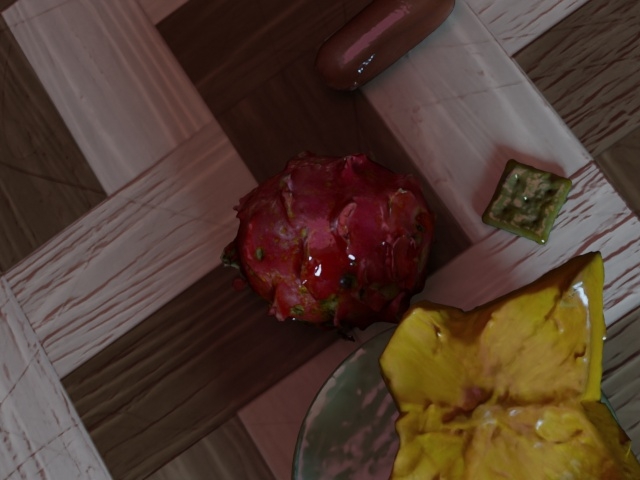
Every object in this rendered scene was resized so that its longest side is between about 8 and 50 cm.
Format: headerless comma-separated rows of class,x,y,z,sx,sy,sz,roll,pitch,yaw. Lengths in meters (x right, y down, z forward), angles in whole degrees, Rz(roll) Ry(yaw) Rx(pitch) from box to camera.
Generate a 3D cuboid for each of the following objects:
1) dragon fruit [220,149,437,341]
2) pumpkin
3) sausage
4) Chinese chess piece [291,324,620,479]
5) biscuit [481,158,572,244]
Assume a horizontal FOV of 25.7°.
dragon fruit,0.000,0.000,1.554,0.268,0.210,0.205,-9,45,35
pumpkin,0.157,0.168,1.339,0.290,0.095,0.258,-16,74,17
sausage,0.076,-0.250,1.675,0.194,0.077,0.077,-39,65,3
Chinese chess piece,0.144,0.250,1.449,0.349,0.146,0.350,-5,72,17
biscuit,0.233,-0.044,1.586,0.081,0.018,0.083,23,81,22
